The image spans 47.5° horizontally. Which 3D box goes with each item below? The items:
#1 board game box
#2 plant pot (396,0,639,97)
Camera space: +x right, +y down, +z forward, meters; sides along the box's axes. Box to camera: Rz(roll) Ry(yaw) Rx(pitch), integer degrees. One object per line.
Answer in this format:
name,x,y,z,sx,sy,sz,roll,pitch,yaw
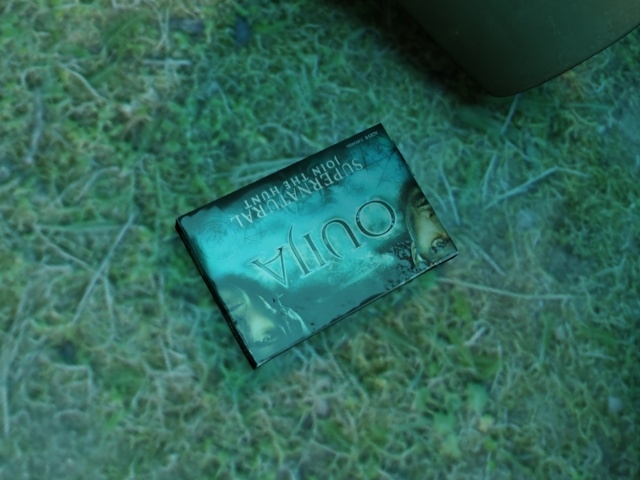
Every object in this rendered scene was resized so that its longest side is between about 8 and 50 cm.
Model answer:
board game box,0.000,0.000,0.563,0.186,0.026,0.126,-28,82,-18
plant pot,0.144,-0.245,0.567,0.263,0.263,0.229,-37,102,-19
